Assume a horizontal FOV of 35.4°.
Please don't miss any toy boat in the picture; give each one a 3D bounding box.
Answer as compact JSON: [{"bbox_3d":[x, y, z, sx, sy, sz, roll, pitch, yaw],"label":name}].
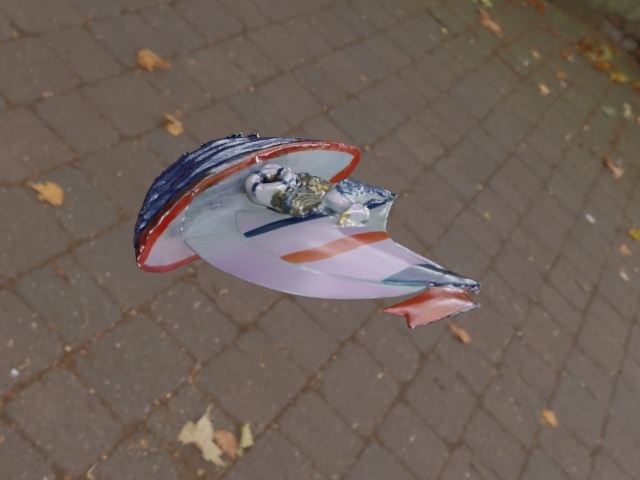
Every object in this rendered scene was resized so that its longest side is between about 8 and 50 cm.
[{"bbox_3d":[-0.030,0.001,0.764,0.219,0.072,0.318,-13,33,-12],"label":"toy boat"}]
